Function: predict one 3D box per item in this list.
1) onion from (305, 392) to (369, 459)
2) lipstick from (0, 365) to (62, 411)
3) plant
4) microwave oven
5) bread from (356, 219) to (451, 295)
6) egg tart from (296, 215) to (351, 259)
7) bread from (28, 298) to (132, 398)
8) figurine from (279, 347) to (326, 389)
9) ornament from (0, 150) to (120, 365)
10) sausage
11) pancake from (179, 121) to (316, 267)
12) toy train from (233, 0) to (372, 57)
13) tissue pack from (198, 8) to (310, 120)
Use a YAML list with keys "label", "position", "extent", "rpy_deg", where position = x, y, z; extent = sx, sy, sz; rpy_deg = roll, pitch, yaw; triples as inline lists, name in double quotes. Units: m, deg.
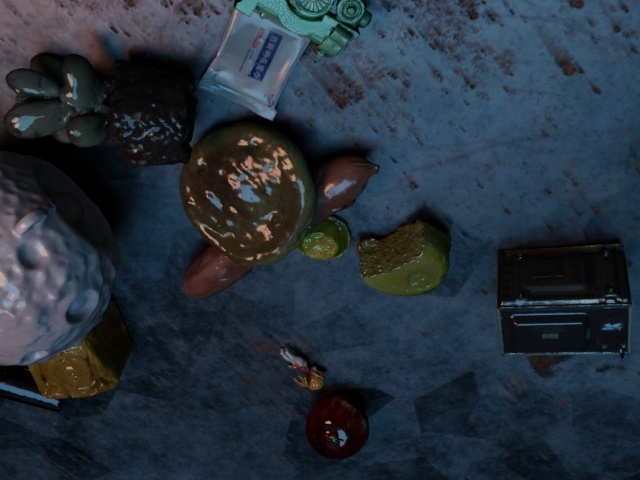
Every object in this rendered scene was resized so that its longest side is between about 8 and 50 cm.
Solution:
- label: "onion"
  position: [0.034, 0.362, 1.695]
  extent: [0.131, 0.131, 0.131]
  rpy_deg: [3, 130, 4]
- label: "lipstick"
  position: [-0.708, 0.249, 1.718]
  extent: [0.418, 0.077, 0.077]
  rpy_deg: [19, 129, -7]
- label: "plant"
  position: [-0.317, -0.191, 1.260]
  extent: [0.274, 0.146, 0.149]
  rpy_deg: [9, 133, -1]
- label: "microwave oven"
  position: [0.390, 0.092, 1.401]
  extent: [0.204, 0.163, 0.129]
  rpy_deg: [-4, 127, 14]
- label: "bread"
  position: [0.146, 0.036, 1.435]
  extent: [0.156, 0.086, 0.125]
  rpy_deg: [-23, 133, 28]
- label: "egg tart"
  position: [0.000, 0.000, 1.451]
  extent: [0.105, 0.039, 0.105]
  rpy_deg: [3, 128, 4]
- label: "bread"
  position: [-0.448, 0.195, 1.602]
  extent: [0.148, 0.143, 0.158]
  rpy_deg: [-5, 132, 11]
- label: "figurine"
  position: [-0.037, 0.245, 1.657]
  extent: [0.109, 0.047, 0.064]
  rpy_deg: [43, 151, -18]
- label: "ornament"
  position: [-0.490, 0.036, 1.342]
  extent: [0.336, 0.337, 0.337]
  rpy_deg: [3, 130, 4]
- label: "sausage"
  position: [-0.078, -0.021, 1.413]
  extent: [0.433, 0.088, 0.088]
  rpy_deg: [-33, 119, 29]
- label: "pancake"
  position: [-0.118, -0.065, 1.343]
  extent: [0.241, 0.050, 0.242]
  rpy_deg: [10, 112, 25]
- label: "toy train"
  position: [-0.021, -0.316, 1.158]
  extent: [0.178, 0.071, 0.105]
  rpy_deg: [26, 115, -19]
- label: "tissue pack"
  position: [-0.087, -0.271, 1.243]
  extent: [0.122, 0.026, 0.193]
  rpy_deg: [22, 127, -12]
